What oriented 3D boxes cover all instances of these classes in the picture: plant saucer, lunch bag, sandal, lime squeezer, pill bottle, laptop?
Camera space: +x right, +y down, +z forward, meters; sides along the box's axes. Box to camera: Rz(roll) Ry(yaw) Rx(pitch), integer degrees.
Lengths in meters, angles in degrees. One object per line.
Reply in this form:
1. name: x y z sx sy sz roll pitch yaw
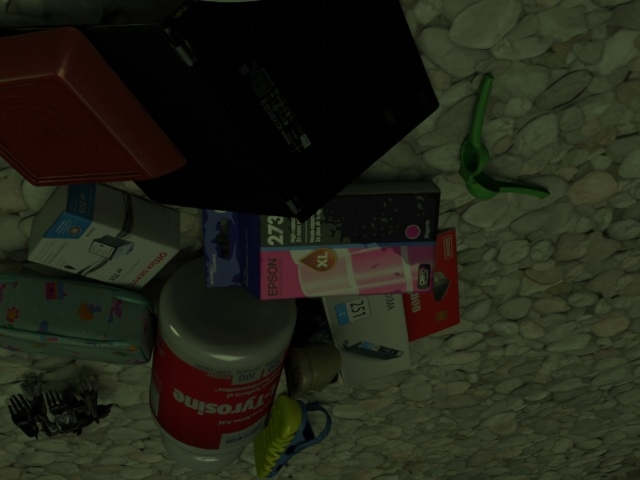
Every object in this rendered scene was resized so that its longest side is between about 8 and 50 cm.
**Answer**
1. plant saucer: -0.342 -0.148 1.031 0.259 0.047 0.259 -1 147 24
2. lunch bag: -0.422 0.138 1.376 0.279 0.107 0.224 8 162 -1
3. sandal: -0.071 0.478 1.941 0.138 0.126 0.317 5 144 -23
4. lime squeezer: 0.262 -0.120 1.233 0.110 0.058 0.310 -21 141 19
5. pill bottle: -0.187 0.235 1.455 0.229 0.229 0.407 3 135 -13
6. laptop: -0.112 -0.220 1.064 0.408 0.236 0.382 -40 141 -4

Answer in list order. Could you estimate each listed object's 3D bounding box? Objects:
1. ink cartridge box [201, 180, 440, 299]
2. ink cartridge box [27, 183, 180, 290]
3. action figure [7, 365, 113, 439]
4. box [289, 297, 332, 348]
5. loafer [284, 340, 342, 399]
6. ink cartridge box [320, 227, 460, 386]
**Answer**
1. ink cartridge box: 0.000 0.000 1.284 0.371 0.069 0.175 -1 112 -5
2. ink cartridge box: -0.333 -0.008 1.261 0.191 0.082 0.140 21 135 -32
3. action figure: -0.522 0.331 1.651 0.164 0.140 0.275 -14 170 -4
4. box: -0.005 0.163 1.576 0.220 0.051 0.175 -29 138 27
5. loafer: -0.016 0.235 1.486 0.092 0.101 0.268 -9 173 -9
6. ink cartridge box: 0.140 0.130 1.484 0.261 0.066 0.296 -18 138 -3
